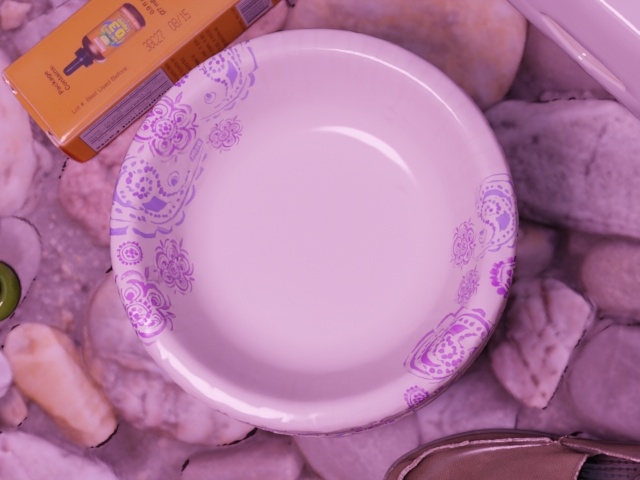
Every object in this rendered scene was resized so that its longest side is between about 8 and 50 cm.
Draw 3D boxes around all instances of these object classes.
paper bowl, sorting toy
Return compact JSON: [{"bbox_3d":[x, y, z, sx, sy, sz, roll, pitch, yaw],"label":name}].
[{"bbox_3d":[0.000,0.000,1.285,0.284,0.148,0.284,-1,81,6],"label":"paper bowl"},{"bbox_3d":[-0.272,0.016,1.363,0.061,0.042,0.102,-22,80,2],"label":"sorting toy"}]

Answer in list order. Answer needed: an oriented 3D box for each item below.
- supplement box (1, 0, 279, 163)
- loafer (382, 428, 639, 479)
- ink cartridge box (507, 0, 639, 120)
[{"bbox_3d":[-0.125,-0.163,1.360,0.233,0.080,0.078,-39,79,-3],"label":"supplement box"},{"bbox_3d":[0.165,0.176,1.272,0.251,0.087,0.094,-5,81,5],"label":"loafer"},{"bbox_3d":[0.325,-0.280,1.289,0.279,0.160,0.384,43,88,10],"label":"ink cartridge box"}]
